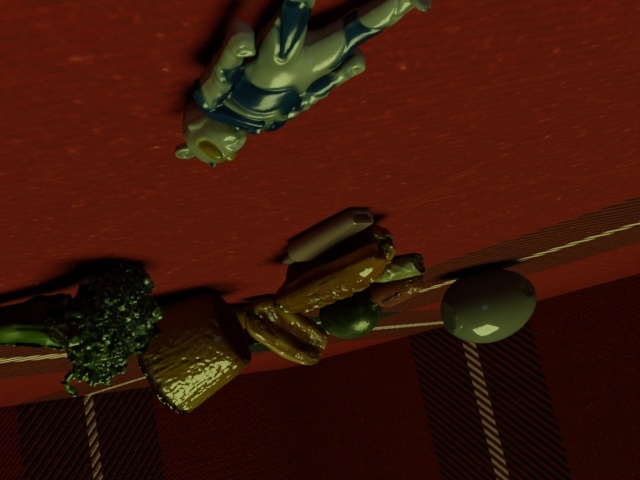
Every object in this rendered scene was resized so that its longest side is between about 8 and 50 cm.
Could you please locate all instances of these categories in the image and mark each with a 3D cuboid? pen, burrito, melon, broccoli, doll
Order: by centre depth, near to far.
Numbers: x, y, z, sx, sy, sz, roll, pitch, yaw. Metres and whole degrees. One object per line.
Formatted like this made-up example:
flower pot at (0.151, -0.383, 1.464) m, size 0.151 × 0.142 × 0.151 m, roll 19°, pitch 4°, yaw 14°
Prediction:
doll at (-0.032, -0.107, 0.478) m, size 0.114 × 0.057 × 0.227 m, roll -6°, pitch 164°, yaw -42°
broccoli at (-0.375, 0.114, 0.984) m, size 0.304 × 0.145 × 0.165 m, roll -6°, pitch -152°, yaw 21°
pen at (0.000, 0.000, 1.006) m, size 0.053 × 0.032 × 0.197 m, roll -2°, pitch 161°, yaw -39°
burrito at (0.139, 0.055, 1.335) m, size 0.149 × 0.041 × 0.055 m, roll -9°, pitch 168°, yaw -17°
melon at (0.067, 0.154, 1.534) m, size 0.114 × 0.114 × 0.167 m, roll -1°, pitch 166°, yaw -38°

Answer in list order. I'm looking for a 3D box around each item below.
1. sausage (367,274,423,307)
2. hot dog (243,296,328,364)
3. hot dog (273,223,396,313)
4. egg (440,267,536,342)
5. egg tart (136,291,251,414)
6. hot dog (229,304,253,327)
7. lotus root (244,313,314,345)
sausage at (0.151, 0.090, 1.424) m, size 0.076 × 0.076 × 0.141 m, roll -2°, pitch 165°, yaw -38°
hot dog at (-0.076, 0.196, 1.511) m, size 0.068 × 0.100 × 0.249 m, roll 12°, pitch 161°, yaw 45°
hot dog at (0.016, 0.046, 1.070) m, size 0.072 × 0.115 × 0.269 m, roll 33°, pitch 149°, yaw -21°
egg at (0.408, 0.154, 1.693) m, size 0.231 × 0.176 × 0.176 m, roll -12°, pitch 167°, yaw -7°
egg tart at (-0.234, 0.191, 1.270) m, size 0.170 × 0.215 × 0.215 m, roll -29°, pitch 164°, yaw 7°
hot dog at (-0.212, 0.171, 1.467) m, size 0.235 × 0.062 × 0.092 m, roll 1°, pitch 158°, yaw -46°
lotus root at (-0.104, 0.203, 1.669) m, size 0.203 × 0.078 × 0.183 m, roll -9°, pitch 172°, yaw -11°
